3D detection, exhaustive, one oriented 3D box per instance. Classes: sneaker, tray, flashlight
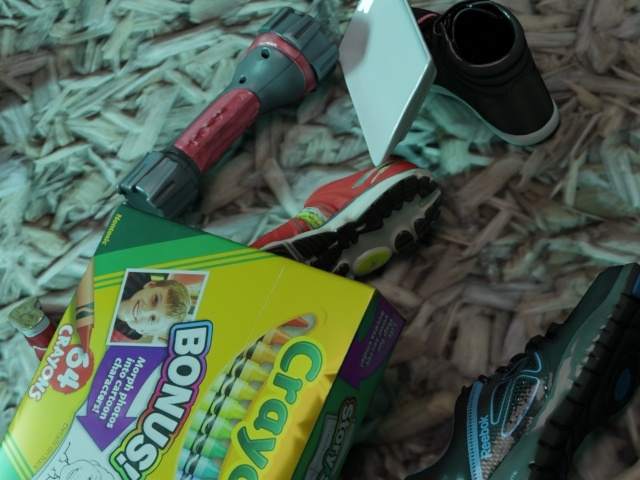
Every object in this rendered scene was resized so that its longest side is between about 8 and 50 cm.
[{"bbox_3d":[0.000,0.000,1.674,0.279,0.107,0.118,-28,30,-9],"label":"sneaker"},{"bbox_3d":[0.151,-0.234,1.760,0.104,0.147,0.296,-40,50,-12],"label":"sneaker"},{"bbox_3d":[-0.312,0.105,1.722,0.042,0.067,0.118,-36,20,-9],"label":"sneaker"},{"bbox_3d":[0.078,-0.206,1.736,0.030,0.145,0.270,16,30,-20],"label":"tray"},{"bbox_3d":[0.201,0.144,1.453,0.139,0.125,0.341,17,58,35],"label":"sneaker"},{"bbox_3d":[-0.107,-0.142,1.805,0.103,0.103,0.304,28,64,31],"label":"flashlight"}]

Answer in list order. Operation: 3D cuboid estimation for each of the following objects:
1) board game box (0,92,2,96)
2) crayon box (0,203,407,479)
[{"bbox_3d":[-0.518,-0.213,2.008,0.181,0.092,0.043,8,55,24],"label":"board game box"},{"bbox_3d":[-0.133,0.178,1.494,0.313,0.106,0.363,17,76,30],"label":"crayon box"}]
